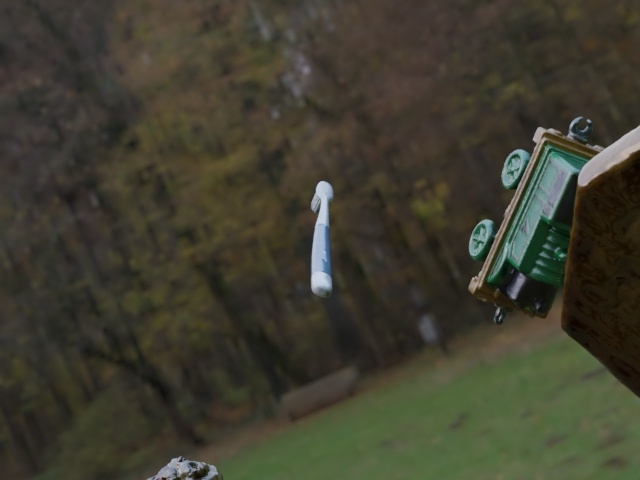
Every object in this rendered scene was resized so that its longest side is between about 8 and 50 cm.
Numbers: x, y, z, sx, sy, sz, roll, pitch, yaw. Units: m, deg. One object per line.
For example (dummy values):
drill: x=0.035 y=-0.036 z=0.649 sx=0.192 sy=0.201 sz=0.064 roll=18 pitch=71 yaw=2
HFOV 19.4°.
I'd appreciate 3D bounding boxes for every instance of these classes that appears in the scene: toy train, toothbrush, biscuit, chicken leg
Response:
toy train: x=0.227 y=-0.013 z=1.863 sx=0.091 sy=0.227 sz=0.136 roll=19 pitch=10 yaw=-20
toothbrush: x=0.000 y=0.000 z=1.734 sx=0.275 sy=0.019 sz=0.025 roll=-89 pitch=24 yaw=-69
biscuit: x=0.341 y=0.018 z=1.319 sx=0.359 sy=0.359 sz=0.046 roll=-25 pitch=32 yaw=29
chicken leg: x=-0.172 y=0.301 z=1.877 sx=0.196 sy=0.080 sz=0.125 roll=-36 pitch=-33 yaw=-22
